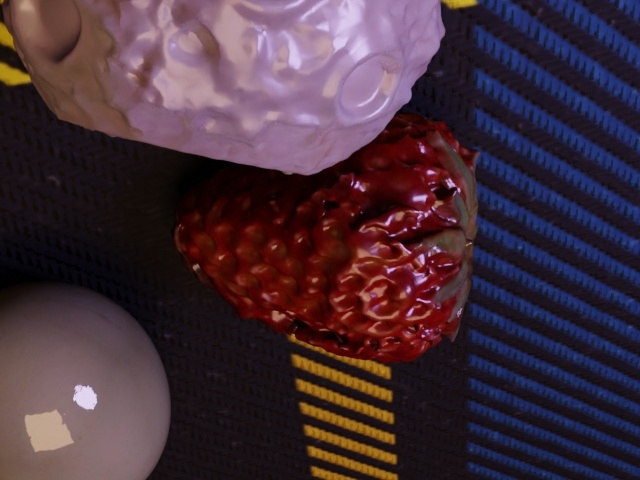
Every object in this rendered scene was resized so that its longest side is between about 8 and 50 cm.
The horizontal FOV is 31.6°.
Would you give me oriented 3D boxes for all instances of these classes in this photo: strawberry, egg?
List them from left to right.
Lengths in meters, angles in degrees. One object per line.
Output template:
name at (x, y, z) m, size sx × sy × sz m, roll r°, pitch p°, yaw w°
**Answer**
egg at (-0.221, 0.137, 0.960) m, size 0.186 × 0.186 × 0.241 m, roll -20°, pitch 141°, yaw 7°
strawberry at (0.000, 0.000, 0.891) m, size 0.245 × 0.205 × 0.205 m, roll 2°, pitch 139°, yaw 13°

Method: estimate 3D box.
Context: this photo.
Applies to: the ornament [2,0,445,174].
ornament at (-0.053, -0.160, 0.648) m, size 0.260 × 0.259 × 0.225 m, roll 12°, pitch 94°, yaw -25°
